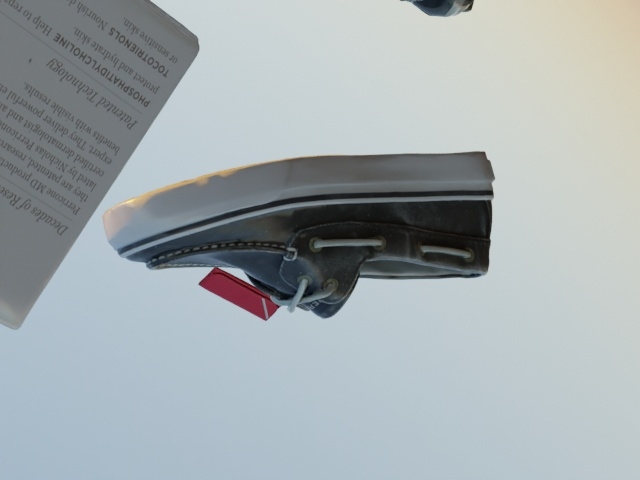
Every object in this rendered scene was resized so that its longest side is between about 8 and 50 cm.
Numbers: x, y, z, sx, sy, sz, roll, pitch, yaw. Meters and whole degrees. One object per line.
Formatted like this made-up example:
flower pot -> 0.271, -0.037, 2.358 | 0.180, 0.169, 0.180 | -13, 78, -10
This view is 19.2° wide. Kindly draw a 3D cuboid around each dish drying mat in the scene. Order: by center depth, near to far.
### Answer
dish drying mat -> -0.080, 0.054, 1.895 | 0.083, 0.032, 0.008 | 29, -142, -24

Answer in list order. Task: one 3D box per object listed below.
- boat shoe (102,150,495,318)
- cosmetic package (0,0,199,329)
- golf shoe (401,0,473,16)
boat shoe -> 0.000, 0.000, 1.448 | 0.335, 0.121, 0.119 | -7, -95, -27
cosmetic package -> -0.423, -0.181, 2.126 | 0.329, 0.394, 0.327 | 31, 177, 41
golf shoe -> -0.006, -0.214, 0.821 | 0.120, 0.105, 0.273 | 0, -133, -31
